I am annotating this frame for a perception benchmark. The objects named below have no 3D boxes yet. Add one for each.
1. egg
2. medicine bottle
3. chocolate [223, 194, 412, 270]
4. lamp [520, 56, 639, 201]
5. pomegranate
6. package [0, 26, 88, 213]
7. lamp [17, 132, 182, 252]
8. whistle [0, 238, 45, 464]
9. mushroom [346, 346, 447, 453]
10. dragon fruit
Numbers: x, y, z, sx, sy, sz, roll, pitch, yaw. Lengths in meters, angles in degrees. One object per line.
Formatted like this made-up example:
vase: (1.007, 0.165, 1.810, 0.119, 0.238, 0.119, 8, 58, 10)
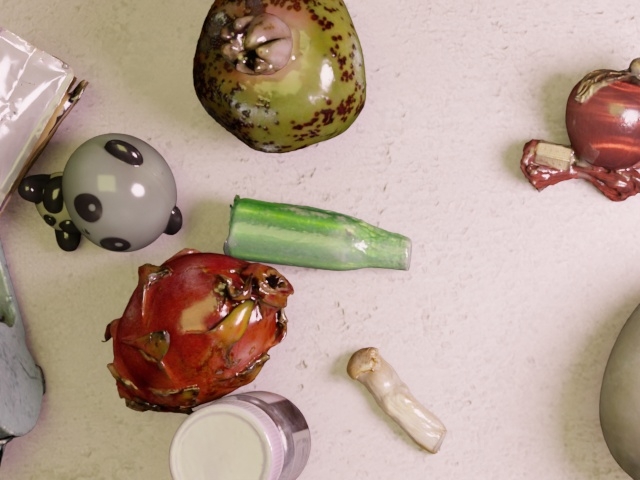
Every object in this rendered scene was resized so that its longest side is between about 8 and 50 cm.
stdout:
egg: (0.535, 0.188, 1.480, 0.258, 0.258, 0.352, 27, 93, 11)
medicine bottle: (-0.114, 0.308, 1.568, 0.165, 0.273, 0.165, -1, 84, 10)
chocolate: (0.000, 0.000, 1.672, 0.291, 0.110, 0.110, 9, 86, 8)
lamp: (0.422, -0.169, 1.589, 0.215, 0.151, 0.223, 16, 89, 15)
pomegranate: (-0.075, -0.273, 1.586, 0.284, 0.340, 0.285, -1, 88, 12)
package: (-0.527, -0.173, 1.747, 0.165, 0.221, 0.311, 29, 87, -14)
lamp: (-0.348, -0.072, 1.697, 0.243, 0.197, 0.198, -10, 82, 26)
whistle: (-0.566, 0.183, 1.730, 0.168, 0.188, 0.405, -16, 50, 12)
mushroom: (0.121, 0.250, 1.649, 0.059, 0.054, 0.202, -42, 85, 7)
dragon fruit: (-0.190, 0.133, 1.617, 0.250, 0.250, 0.315, 48, 133, 11)
